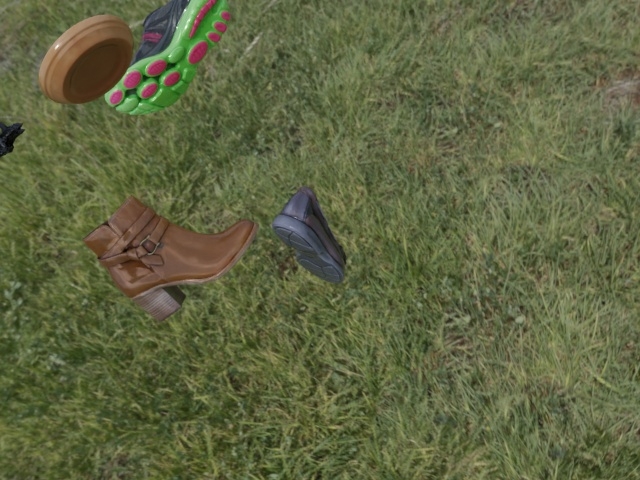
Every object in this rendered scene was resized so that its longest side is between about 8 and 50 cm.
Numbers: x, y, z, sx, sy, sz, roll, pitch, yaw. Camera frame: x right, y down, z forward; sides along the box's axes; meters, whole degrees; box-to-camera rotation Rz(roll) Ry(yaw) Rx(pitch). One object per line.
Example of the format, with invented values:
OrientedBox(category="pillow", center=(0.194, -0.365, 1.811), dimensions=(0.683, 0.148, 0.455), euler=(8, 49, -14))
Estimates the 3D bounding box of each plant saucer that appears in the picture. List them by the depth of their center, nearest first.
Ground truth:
OrientedBox(category="plant saucer", center=(-0.421, -0.324, 0.962), dimensions=(0.200, 0.200, 0.037), euler=(-44, 89, -4))

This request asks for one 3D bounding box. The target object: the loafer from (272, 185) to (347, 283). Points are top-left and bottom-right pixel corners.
OrientedBox(category="loafer", center=(0.000, 0.000, 1.022), dimensions=(0.109, 0.302, 0.095), euler=(18, 73, 23))

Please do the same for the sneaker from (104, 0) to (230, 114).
OrientedBox(category="sneaker", center=(-0.480, -0.587, 1.619), dimensions=(0.483, 0.185, 0.202), euler=(-48, 51, -4))

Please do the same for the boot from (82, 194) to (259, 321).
OrientedBox(category="boot", center=(-0.281, -0.006, 0.994), dimensions=(0.283, 0.220, 0.109), euler=(-37, 16, 4))

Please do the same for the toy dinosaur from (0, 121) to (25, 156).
OrientedBox(category="toy dinosaur", center=(-0.755, -0.239, 1.057), dimensions=(0.322, 0.218, 0.164), euler=(-51, 15, 40))
